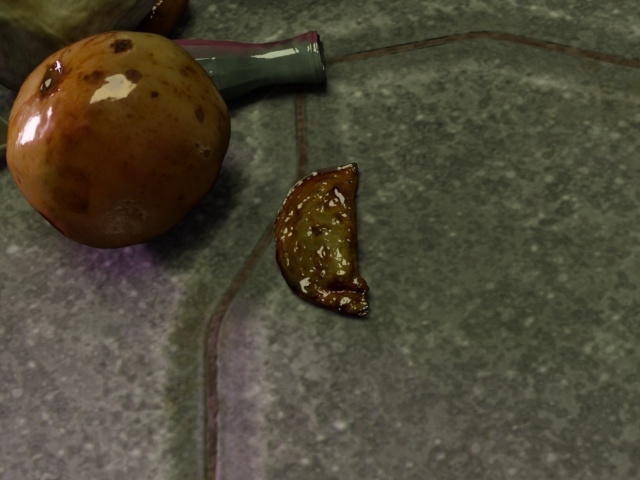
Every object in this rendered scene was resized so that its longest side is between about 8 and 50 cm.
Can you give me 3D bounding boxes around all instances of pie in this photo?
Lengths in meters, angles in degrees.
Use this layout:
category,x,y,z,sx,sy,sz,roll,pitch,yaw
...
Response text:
category,x,y,z,sx,sy,sz,roll,pitch,yaw
pie,-0.002,-0.001,1.593,0.088,0.033,0.191,-13,48,10

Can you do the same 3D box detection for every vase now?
category,x,y,z,sx,sy,sz,roll,pitch,yaw
vase,-0.102,-0.177,1.741,0.214,0.086,0.086,-8,49,4

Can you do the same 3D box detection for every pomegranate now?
category,x,y,z,sx,sy,sz,roll,pitch,yaw
pomegranate,-0.190,-0.093,1.617,0.215,0.215,0.215,-8,49,9

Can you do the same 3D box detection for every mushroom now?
category,x,y,z,sx,sy,sz,roll,pitch,yaw
mushroom,-0.291,-0.262,1.739,0.267,0.189,0.164,-17,38,42

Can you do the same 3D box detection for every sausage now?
category,x,y,z,sx,sy,sz,roll,pitch,yaw
sausage,-0.199,-0.225,1.825,0.062,0.054,0.183,-4,48,52

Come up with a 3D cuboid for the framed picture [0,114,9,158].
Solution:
category,x,y,z,sx,sy,sz,roll,pitch,yaw
framed picture,-0.429,-0.126,1.795,0.150,0.015,0.203,-24,45,-37
